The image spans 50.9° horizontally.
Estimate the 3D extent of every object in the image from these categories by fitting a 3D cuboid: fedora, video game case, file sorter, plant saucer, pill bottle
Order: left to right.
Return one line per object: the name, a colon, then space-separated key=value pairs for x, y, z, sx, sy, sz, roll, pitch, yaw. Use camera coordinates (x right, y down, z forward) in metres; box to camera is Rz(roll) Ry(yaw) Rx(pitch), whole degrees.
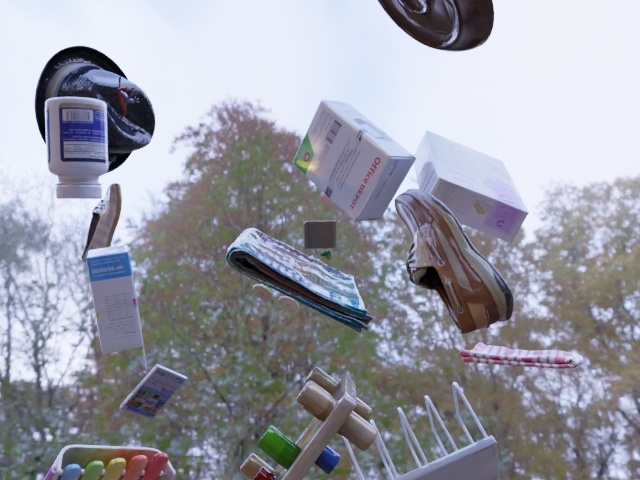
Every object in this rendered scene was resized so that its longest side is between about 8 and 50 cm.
pill bottle: x=-0.463 y=-0.173 z=1.283 sx=0.112 sy=0.186 sz=0.112 roll=0 pitch=3 yaw=0
fedora: x=-0.507 y=-0.306 z=1.607 sx=0.153 sy=0.333 sz=0.334 roll=7 pitch=-31 yaw=26
video game case: x=-0.353 y=0.323 z=1.427 sx=0.122 sy=0.011 sz=0.087 roll=-49 pitch=-47 yaw=4
file sorter: x=0.204 y=0.450 z=1.401 sx=0.278 sy=0.173 sz=0.192 roll=-23 pitch=-45 yaw=-5
plant saucer: x=0.177 y=-0.456 z=1.210 sx=0.050 sy=0.311 sz=0.310 roll=-45 pitch=-40 yaw=-9

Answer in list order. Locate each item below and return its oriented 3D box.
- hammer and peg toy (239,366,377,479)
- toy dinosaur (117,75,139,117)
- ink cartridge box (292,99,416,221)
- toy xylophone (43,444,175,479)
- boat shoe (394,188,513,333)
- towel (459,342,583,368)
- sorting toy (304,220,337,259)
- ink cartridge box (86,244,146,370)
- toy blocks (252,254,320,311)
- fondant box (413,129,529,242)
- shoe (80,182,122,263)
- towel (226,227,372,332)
hammer and peg toy: x=-0.062 y=0.370 z=1.044 sx=0.127 sy=0.361 sz=0.266 roll=37 pitch=-2 yaw=5
toy dinosaur: x=-0.428 y=-0.312 z=1.480 sx=0.047 sy=0.090 sz=0.082 roll=16 pitch=7 yaw=4
ink cartridge box: x=0.085 y=-0.216 z=1.823 sx=0.122 sy=0.289 sz=0.211 roll=-5 pitch=-48 yaw=-47
toy xylophone: x=-0.522 y=0.584 z=1.617 sx=0.323 sy=0.081 sz=0.236 roll=8 pitch=-59 yaw=-35
boat shoe: x=0.215 y=0.033 z=1.227 sx=0.120 sy=0.324 sz=0.122 roll=-29 pitch=-39 yaw=-6
towel: x=0.358 y=0.204 z=1.192 sx=0.197 sy=0.029 sz=0.144 roll=0 pitch=-5 yaw=25
sorting toy: x=0.000 y=0.000 z=1.259 sx=0.062 sy=0.012 sz=0.083 roll=-3 pitch=-63 yaw=-4
ink cartridge box: x=-0.306 y=0.104 z=1.012 sx=0.062 sy=0.181 sz=0.104 roll=-9 pitch=7 yaw=-15
toy blocks: x=-0.074 y=0.084 z=1.597 sx=0.123 sy=0.148 sz=0.054 roll=23 pitch=-36 yaw=10
fondant box: x=0.371 y=-0.145 z=1.709 sx=0.239 sy=0.330 sz=0.096 roll=20 pitch=-61 yaw=-8
shoe: x=-0.538 y=-0.042 z=1.659 sx=0.058 sy=0.218 sz=0.077 roll=17 pitch=-13 yaw=-33
towel: x=-0.041 y=0.057 z=1.289 sx=0.272 sy=0.370 sz=0.040 roll=27 pitch=-83 yaw=-5
